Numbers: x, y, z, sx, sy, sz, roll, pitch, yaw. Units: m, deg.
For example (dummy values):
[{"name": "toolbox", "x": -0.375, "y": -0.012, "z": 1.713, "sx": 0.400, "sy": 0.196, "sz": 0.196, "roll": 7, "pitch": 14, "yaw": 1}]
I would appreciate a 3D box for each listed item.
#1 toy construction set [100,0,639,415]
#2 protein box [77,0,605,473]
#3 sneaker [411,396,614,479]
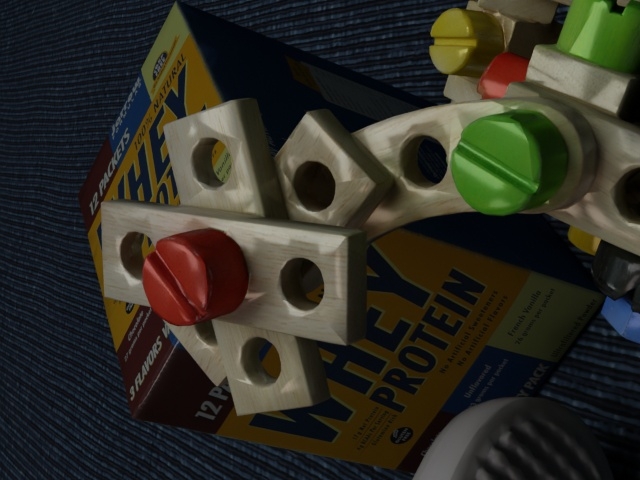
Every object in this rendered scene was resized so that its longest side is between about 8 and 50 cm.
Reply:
[{"name": "toy construction set", "x": 0.081, "y": -0.045, "z": 0.447, "sx": 0.215, "sy": 0.328, "sz": 0.151, "roll": 27, "pitch": 128, "yaw": 28}, {"name": "protein box", "x": 0.000, "y": 0.000, "z": 0.633, "sx": 0.136, "sy": 0.201, "sz": 0.200, "roll": -59, "pitch": 32, "yaw": 23}, {"name": "sneaker", "x": 0.027, "y": 0.243, "z": 0.533, "sx": 0.150, "sy": 0.135, "sz": 0.365, "roll": 5, "pitch": 78, "yaw": 57}]
